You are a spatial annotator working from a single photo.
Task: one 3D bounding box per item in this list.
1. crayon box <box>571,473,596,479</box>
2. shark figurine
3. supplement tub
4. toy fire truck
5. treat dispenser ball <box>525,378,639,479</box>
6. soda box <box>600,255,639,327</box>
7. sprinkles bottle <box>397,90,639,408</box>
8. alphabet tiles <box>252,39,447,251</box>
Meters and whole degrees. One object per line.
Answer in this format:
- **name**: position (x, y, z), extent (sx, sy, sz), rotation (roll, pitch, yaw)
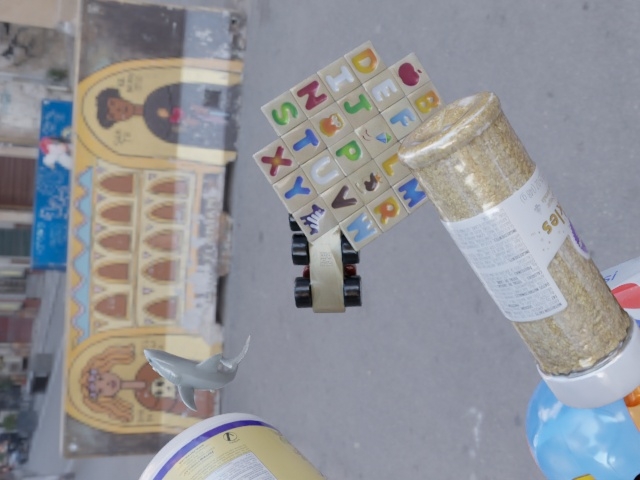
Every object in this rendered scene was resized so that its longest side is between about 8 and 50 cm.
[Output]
- **crayon box**: position (0.187, 0.350, 0.556), extent (0.323, 0.203, 0.083), rotation (-115, 16, -49)
- **shark figurine**: position (-0.239, 0.283, 1.729), extent (0.166, 0.278, 0.116), rotation (50, 117, 32)
- **supplement tub**: position (-0.061, 0.392, 0.940), extent (0.331, 0.241, 0.241), rotation (33, 119, 45)
- **toy fire truck**: position (0.000, 0.000, 1.429), extent (0.246, 0.158, 0.217), rotation (-66, -27, -74)
- **treat dispenser ball**: position (0.548, 0.369, 1.499), extent (0.288, 0.288, 0.288), rotation (-177, 90, -68)
- **soda box**: position (0.483, 0.083, 1.142), extent (0.091, 0.098, 0.286), rotation (51, 138, -7)
- **sprinkles bottle**: position (0.224, 0.016, 0.832), extent (0.355, 0.121, 0.121), rotation (54, 164, -15)
- **alphabet tiles**: position (0.072, -0.160, 1.287), extent (0.285, 0.342, 0.011), rotation (56, 164, -5)
